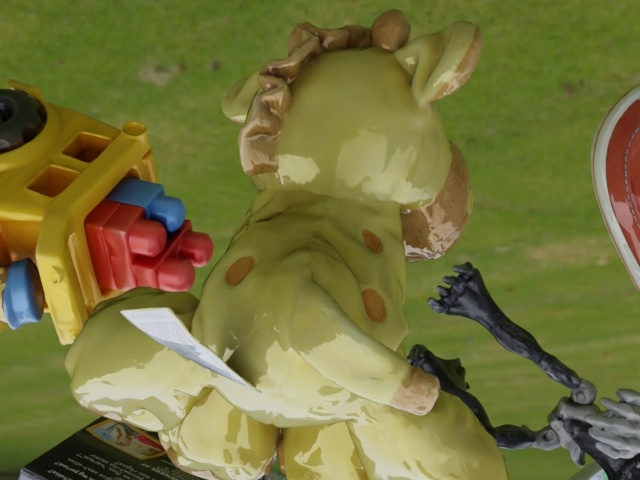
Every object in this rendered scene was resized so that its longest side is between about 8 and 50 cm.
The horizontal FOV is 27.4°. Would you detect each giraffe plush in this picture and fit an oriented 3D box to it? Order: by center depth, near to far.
[{"bbox_3d":[0.000,0.000,0.533,0.181,0.170,0.210,10,154,17],"label":"giraffe plush"}]

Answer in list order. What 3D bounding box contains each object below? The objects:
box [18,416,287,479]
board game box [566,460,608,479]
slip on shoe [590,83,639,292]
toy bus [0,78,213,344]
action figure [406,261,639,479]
[{"bbox_3d":[-0.132,0.270,0.909,0.163,0.247,0.142,23,-160,15],"label":"box"},{"bbox_3d":[0.118,0.357,0.998,0.050,0.390,0.390,35,-147,28],"label":"board game box"},{"bbox_3d":[0.246,0.049,0.547,0.123,0.331,0.101,-38,164,-5],"label":"slip on shoe"},{"bbox_3d":[-0.196,0.006,0.942,0.211,0.220,0.149,15,134,22],"label":"toy bus"},{"bbox_3d":[0.170,0.141,0.846,0.275,0.164,0.141,36,-157,17],"label":"action figure"}]
